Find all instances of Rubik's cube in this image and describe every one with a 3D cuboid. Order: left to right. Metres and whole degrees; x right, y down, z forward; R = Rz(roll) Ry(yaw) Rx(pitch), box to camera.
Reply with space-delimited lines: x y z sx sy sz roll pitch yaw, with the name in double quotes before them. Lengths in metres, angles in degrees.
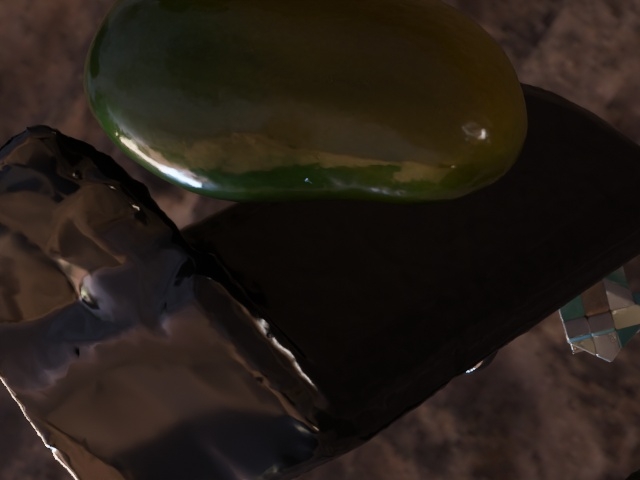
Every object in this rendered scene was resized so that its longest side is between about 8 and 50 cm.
"Rubik's cube" 0.227 0.054 1.490 0.075 0.073 0.084 -32 -108 1

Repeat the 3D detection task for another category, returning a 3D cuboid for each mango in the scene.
"mango" -0.005 -0.063 0.748 0.122 0.191 0.085 -56 154 -57

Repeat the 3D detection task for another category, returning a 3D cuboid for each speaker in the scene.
"speaker" 0.000 0.000 0.921 0.180 0.184 0.388 -31 177 42

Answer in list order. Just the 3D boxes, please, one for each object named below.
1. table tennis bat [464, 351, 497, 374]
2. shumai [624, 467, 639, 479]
"table tennis bat" 0.105 0.025 1.503 0.027 0.150 0.236 -31 161 -31
"shumai" 0.132 0.144 0.641 0.272 0.222 0.203 -151 -128 -68
